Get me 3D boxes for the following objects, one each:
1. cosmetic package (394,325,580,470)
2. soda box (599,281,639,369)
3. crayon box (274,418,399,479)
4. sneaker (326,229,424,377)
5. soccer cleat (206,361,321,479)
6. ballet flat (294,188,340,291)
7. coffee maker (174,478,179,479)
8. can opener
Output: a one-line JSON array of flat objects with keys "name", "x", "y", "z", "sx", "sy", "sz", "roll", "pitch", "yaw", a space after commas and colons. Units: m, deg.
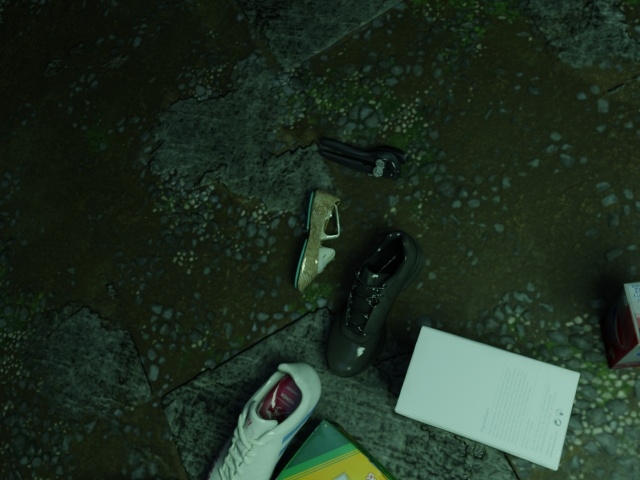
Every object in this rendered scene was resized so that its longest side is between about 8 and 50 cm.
[{"name": "cosmetic package", "x": 0.254, "y": 0.240, "z": 0.956, "sx": 0.225, "sy": 0.224, "sz": 0.138, "roll": 14, "pitch": 77, "yaw": 21}, {"name": "soda box", "x": 0.471, "y": 0.126, "z": 0.907, "sx": 0.092, "sy": 0.263, "sz": 0.083, "roll": -10, "pitch": 69, "yaw": 14}, {"name": "crayon box", "x": 0.064, "y": 0.447, "z": 1.021, "sx": 0.278, "sy": 0.081, "sz": 0.165, "roll": 37, "pitch": 85, "yaw": 24}, {"name": "sneaker", "x": 0.083, "y": 0.104, "z": 1.110, "sx": 0.109, "sy": 0.130, "sz": 0.286, "roll": 22, "pitch": 80, "yaw": 21}, {"name": "soccer cleat", "x": -0.119, "y": 0.348, "z": 1.078, "sx": 0.116, "sy": 0.143, "sz": 0.331, "roll": 28, "pitch": 82, "yaw": 24}, {"name": "ballet flat", "x": 0.000, "y": 0.000, "z": 1.208, "sx": 0.067, "sy": 0.073, "sz": 0.206, "roll": 9, "pitch": 77, "yaw": 5}, {"name": "coffee maker", "x": -0.331, "y": 0.527, "z": 1.095, "sx": 0.171, "sy": 0.120, "sz": 0.178, "roll": -18, "pitch": 68, "yaw": 10}, {"name": "can opener", "x": 0.080, "y": -0.162, "z": 1.253, "sx": 0.186, "sy": 0.073, "sz": 0.059, "roll": 14, "pitch": 115, "yaw": 24}]
